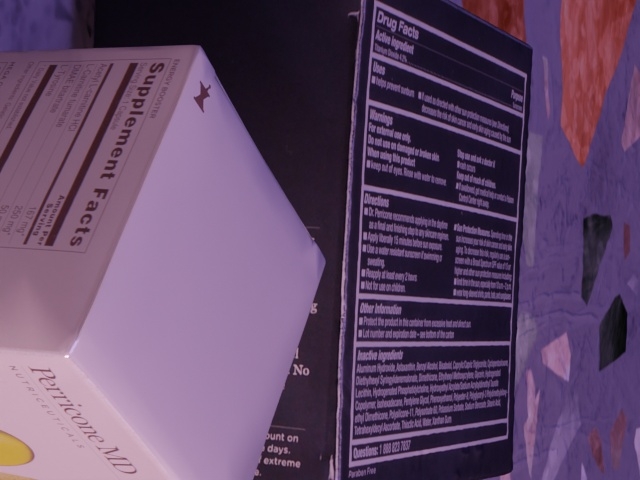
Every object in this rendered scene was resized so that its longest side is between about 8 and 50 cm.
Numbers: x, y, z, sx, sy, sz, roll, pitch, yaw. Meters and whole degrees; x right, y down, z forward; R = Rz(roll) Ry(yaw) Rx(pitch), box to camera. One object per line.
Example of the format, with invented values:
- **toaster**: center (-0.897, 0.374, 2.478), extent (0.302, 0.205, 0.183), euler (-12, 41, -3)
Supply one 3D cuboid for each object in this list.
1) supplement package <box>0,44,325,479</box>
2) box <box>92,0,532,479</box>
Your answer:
- **supplement package**: center (-0.145, 0.018, 0.619), extent (0.139, 0.244, 0.134), euler (59, 41, -46)
- **box**: center (0.000, 0.000, 0.974), extent (0.296, 0.182, 0.294), euler (9, 85, -65)
